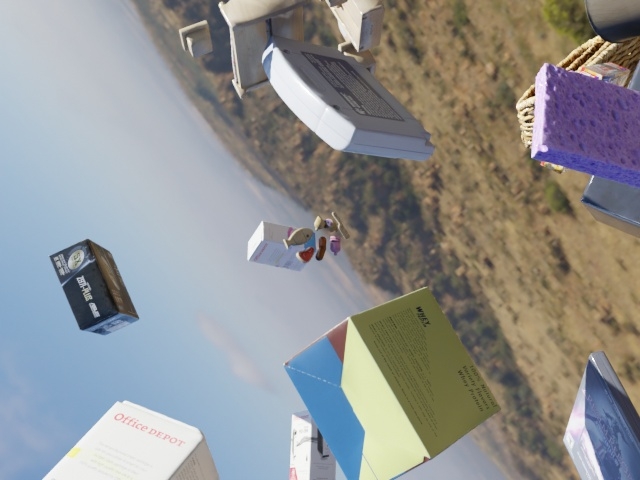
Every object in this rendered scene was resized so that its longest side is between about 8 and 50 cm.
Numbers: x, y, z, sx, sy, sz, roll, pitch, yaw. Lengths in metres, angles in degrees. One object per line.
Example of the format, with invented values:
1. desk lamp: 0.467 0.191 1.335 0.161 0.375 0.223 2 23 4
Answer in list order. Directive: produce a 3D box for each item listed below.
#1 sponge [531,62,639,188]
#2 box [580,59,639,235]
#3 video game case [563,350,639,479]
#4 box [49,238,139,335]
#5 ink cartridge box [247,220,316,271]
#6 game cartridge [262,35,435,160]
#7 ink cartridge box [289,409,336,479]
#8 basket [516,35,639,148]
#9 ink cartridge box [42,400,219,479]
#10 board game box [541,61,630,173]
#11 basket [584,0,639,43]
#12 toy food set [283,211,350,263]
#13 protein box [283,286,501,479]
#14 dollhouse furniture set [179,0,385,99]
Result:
1. sponge: 0.336 -0.118 1.015 0.210 0.117 0.031 14 149 -10
2. box: 0.579 -0.150 1.518 0.182 0.294 0.296 23 -177 22
3. video game case: 0.420 0.312 1.322 0.274 0.026 0.196 82 171 -52
4. box: -0.410 0.089 1.671 0.180 0.077 0.147 86 159 -81
5. ink cartridge box: -0.082 0.013 1.907 0.088 0.122 0.052 128 146 -48
6. game cartridge: 0.030 -0.225 1.438 0.196 0.060 0.294 8 -147 -38
7. ink cartridge box: -0.014 0.382 1.686 0.099 0.056 0.135 147 128 -62
8. basket: 0.576 -0.357 2.048 0.213 0.299 0.223 26 149 43
9. ink cartridge box: -0.451 0.573 2.028 0.279 0.385 0.160 14 134 31
10. board game box: 0.489 -0.226 1.679 0.045 0.194 0.146 32 -151 27
11. basket: 0.528 -0.384 1.305 0.226 0.204 0.154 2 133 53
12. toy food set: 0.000 0.000 1.619 0.078 0.122 0.019 58 151 -6
13. protein box: 0.098 0.195 1.212 0.201 0.136 0.200 -15 -109 -53
14. dollhouse furniture set: -0.086 -0.373 1.621 0.303 0.355 0.174 92 153 -62
